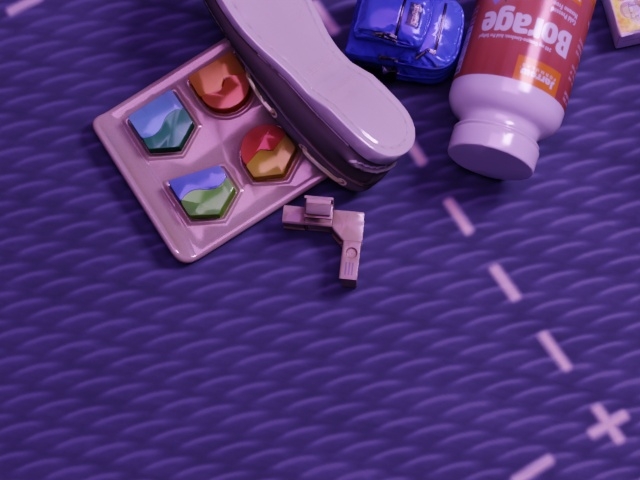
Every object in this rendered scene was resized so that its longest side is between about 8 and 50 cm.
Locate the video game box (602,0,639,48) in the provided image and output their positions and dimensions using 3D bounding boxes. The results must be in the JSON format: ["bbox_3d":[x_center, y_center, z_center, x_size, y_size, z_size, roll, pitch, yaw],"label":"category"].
[{"bbox_3d":[0.384,-0.322,1.807,0.187,0.048,0.205,-11,73,-4],"label":"video game box"}]

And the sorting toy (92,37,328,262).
[{"bbox_3d":[-0.108,-0.105,1.758,0.208,0.038,0.193,-31,75,-8],"label":"sorting toy"}]

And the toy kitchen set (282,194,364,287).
[{"bbox_3d":[0.000,0.000,1.709,0.083,0.068,0.075,6,74,3],"label":"toy kitchen set"}]

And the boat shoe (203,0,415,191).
[{"bbox_3d":[-0.032,-0.180,1.725,0.305,0.091,0.109,49,49,9],"label":"boat shoe"}]

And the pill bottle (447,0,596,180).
[{"bbox_3d":[0.203,-0.178,1.730,0.121,0.121,0.216,15,75,6],"label":"pill bottle"}]

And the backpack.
[{"bbox_3d":[0.091,-0.216,1.756,0.120,0.101,0.098,14,81,2],"label":"backpack"}]
